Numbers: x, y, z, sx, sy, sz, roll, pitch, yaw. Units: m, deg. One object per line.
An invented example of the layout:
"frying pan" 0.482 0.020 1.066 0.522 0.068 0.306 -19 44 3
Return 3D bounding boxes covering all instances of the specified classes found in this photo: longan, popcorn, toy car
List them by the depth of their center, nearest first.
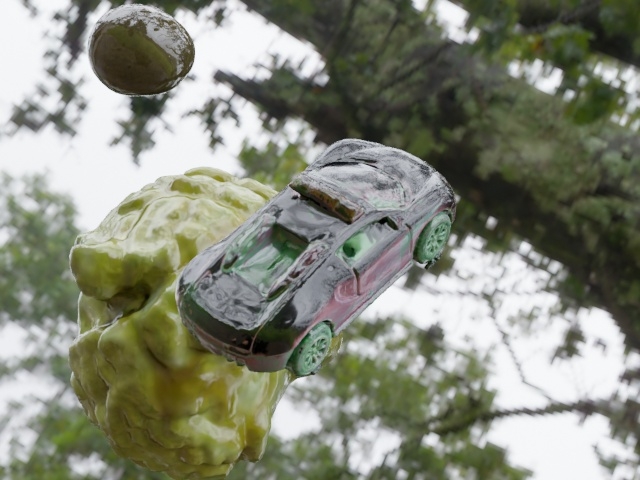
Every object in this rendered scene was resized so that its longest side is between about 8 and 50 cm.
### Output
"toy car" 0.000 0.000 0.639 0.069 0.142 0.055 30 -36 28
"popcorn" -0.101 0.064 1.188 0.195 0.256 0.255 -1 -13 33
"longan" -0.182 -0.190 1.510 0.113 0.092 0.113 -1 -34 -1
